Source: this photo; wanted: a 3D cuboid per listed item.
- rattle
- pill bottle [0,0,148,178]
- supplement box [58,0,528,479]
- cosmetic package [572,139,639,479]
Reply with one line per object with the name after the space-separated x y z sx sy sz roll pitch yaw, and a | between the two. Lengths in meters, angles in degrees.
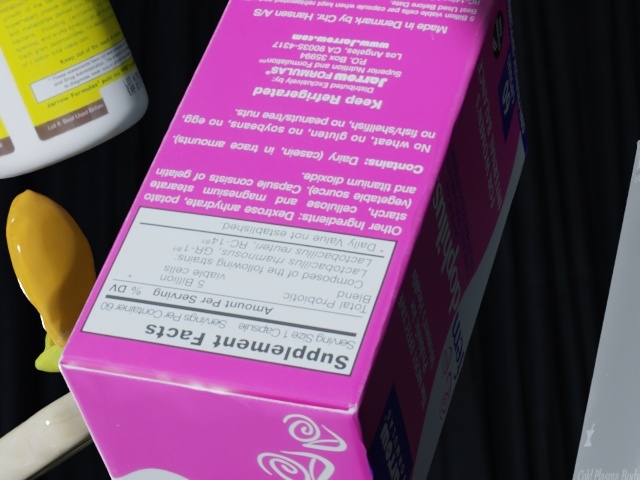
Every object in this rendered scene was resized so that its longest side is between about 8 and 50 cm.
-0.177 0.083 0.986 0.143 0.130 0.200 44 149 -7 | rattle
-0.194 -0.154 1.034 0.117 0.215 0.117 -20 -166 5 | pill bottle
0.000 0.000 0.660 0.114 0.220 0.111 9 143 19 | supplement box
0.206 0.060 0.851 0.107 0.238 0.127 13 167 -16 | cosmetic package
